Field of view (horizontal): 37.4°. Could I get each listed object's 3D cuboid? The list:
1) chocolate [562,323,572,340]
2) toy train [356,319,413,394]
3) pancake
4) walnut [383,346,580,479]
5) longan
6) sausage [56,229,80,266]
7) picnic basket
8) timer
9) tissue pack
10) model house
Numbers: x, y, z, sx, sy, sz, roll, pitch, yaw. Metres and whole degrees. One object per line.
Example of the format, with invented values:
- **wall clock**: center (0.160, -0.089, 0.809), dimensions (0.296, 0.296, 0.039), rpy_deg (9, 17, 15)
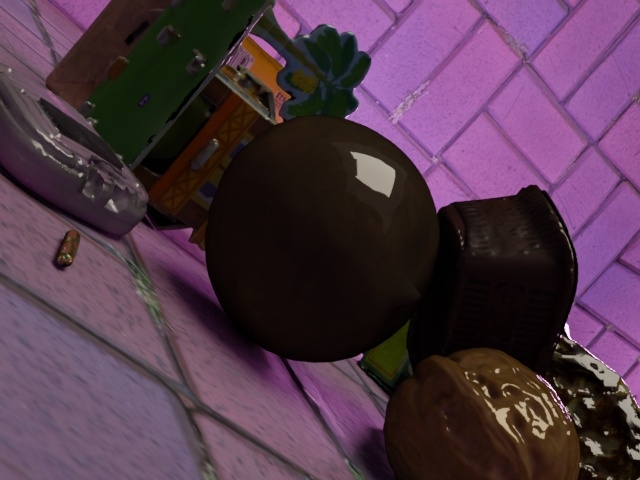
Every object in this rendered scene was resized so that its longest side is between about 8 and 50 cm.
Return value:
- **chocolate**: center (0.340, 0.290, 1.453), dimensions (0.186, 0.283, 0.283), rpy_deg (44, 4, 26)
- **toy train**: center (0.191, 0.216, 1.619), dimensions (0.188, 0.159, 0.271), rpy_deg (36, 1, 27)
- **pancake**: center (0.298, 0.272, 1.255), dimensions (0.427, 0.304, 0.067), rpy_deg (44, -26, 26)
- **walnut**: center (0.168, 0.213, 1.012), dimensions (0.213, 0.213, 0.213), rpy_deg (42, 3, -3)
- **longan**: center (0.001, 0.001, 1.087), dimensions (0.297, 0.297, 0.297), rpy_deg (42, 3, -3)
- **sausage**: center (-0.215, 0.006, 0.808), dimensions (0.015, 0.015, 0.100), rpy_deg (41, 4, -16)
- **picnic basket**: center (0.193, 0.079, 1.156), dimensions (0.129, 0.297, 0.223), rpy_deg (5, 34, -9)
- **timer**: center (-0.275, -0.096, 0.988), dimensions (0.191, 0.069, 0.208), rpy_deg (47, 4, 30)
- **tissue pack**: center (-0.213, -0.242, 1.593), dimensions (0.228, 0.293, 0.382), rpy_deg (44, 4, 35)
- **model house**: center (-0.109, -0.168, 1.286), dimensions (0.312, 0.358, 0.242), rpy_deg (37, 4, -40)
